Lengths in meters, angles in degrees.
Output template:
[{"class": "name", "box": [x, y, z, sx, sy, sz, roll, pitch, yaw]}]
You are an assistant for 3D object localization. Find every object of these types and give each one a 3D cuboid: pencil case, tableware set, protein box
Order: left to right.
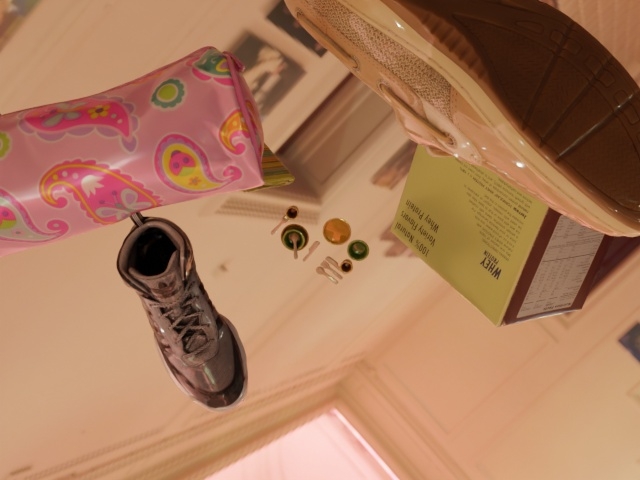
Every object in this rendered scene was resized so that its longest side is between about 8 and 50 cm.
[{"class": "pencil case", "box": [-0.186, -0.065, 0.682, 0.124, 0.284, 0.124, -15, -90, -90]}, {"class": "tableware set", "box": [0.000, 0.000, 1.434, 0.154, 0.104, 0.024, 39, -162, -6]}, {"class": "protein box", "box": [0.210, -0.050, 0.944, 0.136, 0.201, 0.200, -6, -145, -34]}]

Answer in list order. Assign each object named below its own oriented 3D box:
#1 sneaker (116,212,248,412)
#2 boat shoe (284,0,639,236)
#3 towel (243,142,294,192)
[{"class": "sneaker", "box": [-0.172, 0.082, 1.036, 0.268, 0.101, 0.153, 63, 175, 12]}, {"class": "boat shoe", "box": [0.112, -0.122, 0.644, 0.341, 0.121, 0.110, 45, 149, 8]}, {"class": "towel", "box": [-0.141, -0.161, 1.312, 0.102, 0.021, 0.237, -10, -129, -46]}]
